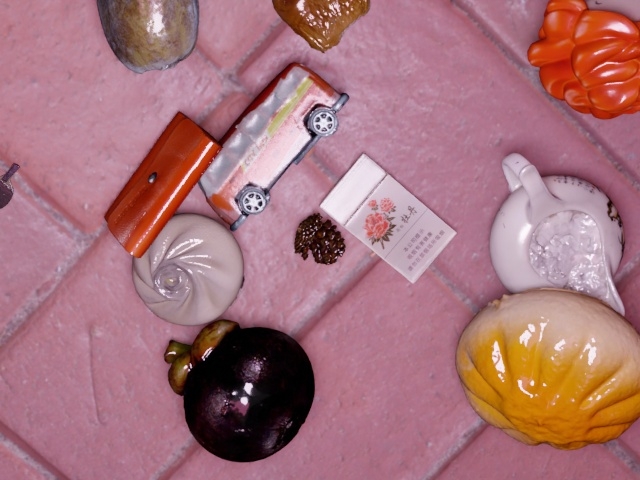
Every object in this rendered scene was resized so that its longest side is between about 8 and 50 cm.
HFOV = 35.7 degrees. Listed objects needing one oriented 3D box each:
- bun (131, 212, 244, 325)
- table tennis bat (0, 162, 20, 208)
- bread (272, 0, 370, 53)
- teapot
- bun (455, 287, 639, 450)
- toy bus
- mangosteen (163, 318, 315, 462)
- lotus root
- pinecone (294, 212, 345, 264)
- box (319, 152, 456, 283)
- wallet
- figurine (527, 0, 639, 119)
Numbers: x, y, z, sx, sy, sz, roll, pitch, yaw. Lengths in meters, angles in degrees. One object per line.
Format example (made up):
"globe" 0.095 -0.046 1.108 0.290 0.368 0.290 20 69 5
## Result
"bun" -0.203 0.046 1.469 0.173 0.120 0.172 4 104 15
"table tennis bat" -0.481 -0.082 1.492 0.050 0.007 0.083 39 96 -11
"bread" 0.006 -0.357 1.476 0.129 0.044 0.126 -43 103 0
"teapot" 0.357 -0.007 1.527 0.208 0.166 0.299 -32 113 12
"bun" 0.343 0.215 1.495 0.299 0.164 0.299 10 132 11
"toy bus" -0.077 -0.142 1.473 0.120 0.121 0.265 40 96 -7
"mangosteen" -0.133 0.214 1.503 0.250 0.211 0.211 31 97 21
"lotus root" -0.251 -0.395 1.385 0.140 0.158 0.322 -8 96 -1
"pinecone" 0.000 0.000 1.527 0.083 0.077 0.077 23 98 -21
"box" 0.106 -0.033 1.554 0.198 0.029 0.109 39 94 -12
"wallet" -0.236 -0.085 1.454 0.045 0.142 0.204 33 96 -38
"figurine" 0.489 -0.367 1.435 0.306 0.241 0.411 15 98 -31
